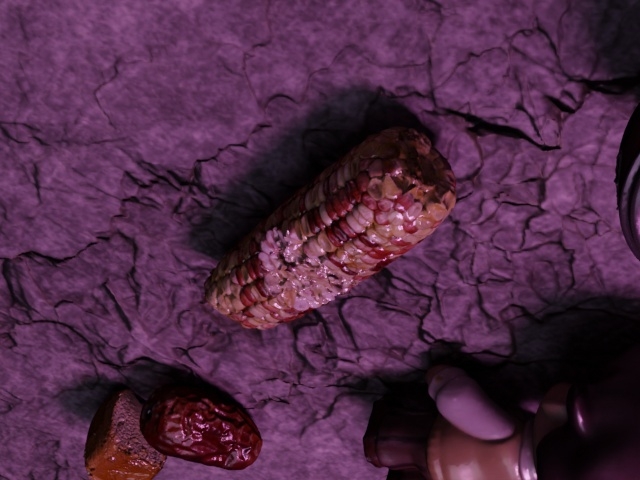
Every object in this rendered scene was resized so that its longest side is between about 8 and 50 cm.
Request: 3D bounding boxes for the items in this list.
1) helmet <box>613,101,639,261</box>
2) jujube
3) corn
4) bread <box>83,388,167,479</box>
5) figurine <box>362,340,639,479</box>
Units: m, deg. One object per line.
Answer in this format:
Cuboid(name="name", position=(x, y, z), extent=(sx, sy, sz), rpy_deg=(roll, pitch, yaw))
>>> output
Cuboid(name="helmet", position=(0.316, -0.047, 1.277), extent=(0.216, 0.193, 0.189), rpy_deg=(-6, 131, 3))
Cuboid(name="jujube", position=(-0.115, 0.187, 1.776), extent=(0.129, 0.077, 0.077), rpy_deg=(28, 139, -27))
Cuboid(name="corn", position=(0.000, 0.000, 1.504), extent=(0.098, 0.098, 0.290), rpy_deg=(33, 137, -22))
Cuboid(name="bread", position=(-0.199, 0.202, 1.810), extent=(0.076, 0.083, 0.070), rpy_deg=(33, 128, -27))
Cuboid(name="figurine", position=(0.231, 0.189, 1.634), extent=(0.365, 0.206, 0.218), rpy_deg=(6, 120, 47))
